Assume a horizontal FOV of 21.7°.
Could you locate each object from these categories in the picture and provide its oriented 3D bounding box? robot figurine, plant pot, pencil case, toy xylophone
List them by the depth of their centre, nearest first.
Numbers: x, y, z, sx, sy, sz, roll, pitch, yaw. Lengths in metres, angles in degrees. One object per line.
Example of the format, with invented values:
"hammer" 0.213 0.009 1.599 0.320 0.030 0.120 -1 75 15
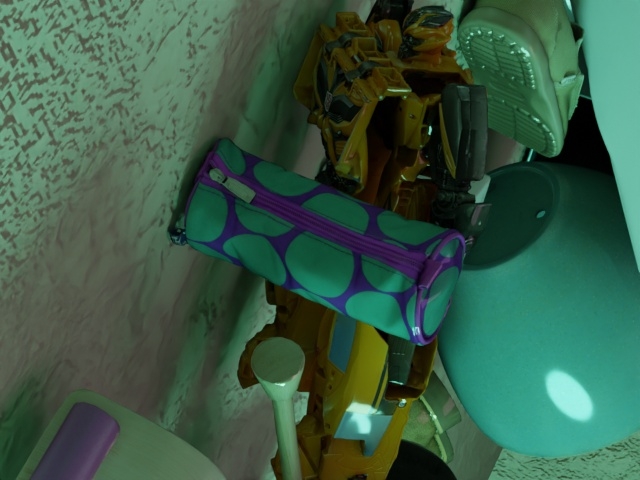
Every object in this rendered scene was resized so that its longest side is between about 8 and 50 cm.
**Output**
"pencil case" 0.000 0.000 0.883 0.064 0.151 0.070 -63 160 -14
"toy xylophone" -0.088 0.186 0.894 0.323 0.081 0.236 94 22 -49
"robot figurine" 0.023 -0.003 0.994 0.211 0.085 0.291 -119 -144 -56
"plant pot" 0.217 0.036 1.624 0.195 0.290 0.290 48 59 -34
"plant pot" 0.351 -0.139 2.009 0.234 0.165 0.165 -61 168 -56

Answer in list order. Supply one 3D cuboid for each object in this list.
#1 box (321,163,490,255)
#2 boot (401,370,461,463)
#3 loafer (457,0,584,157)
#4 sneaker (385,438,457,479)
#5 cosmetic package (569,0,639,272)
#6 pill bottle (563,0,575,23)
"box" 0.049 -0.007 1.169 0.087 0.102 0.101 -48 158 -59
"boot" 0.061 0.182 1.611 0.115 0.112 0.305 -34 166 -5
"loafer" 0.182 -0.152 1.438 0.092 0.102 0.268 -58 165 -10
"sneaker" -0.002 0.295 1.041 0.330 0.122 0.146 -63 180 -34
"cosmetic package" 0.471 -0.185 1.502 0.393 0.327 0.329 -28 105 -49
"pill bottle" 0.307 -0.294 1.664 0.193 0.108 0.108 -55 163 -40
